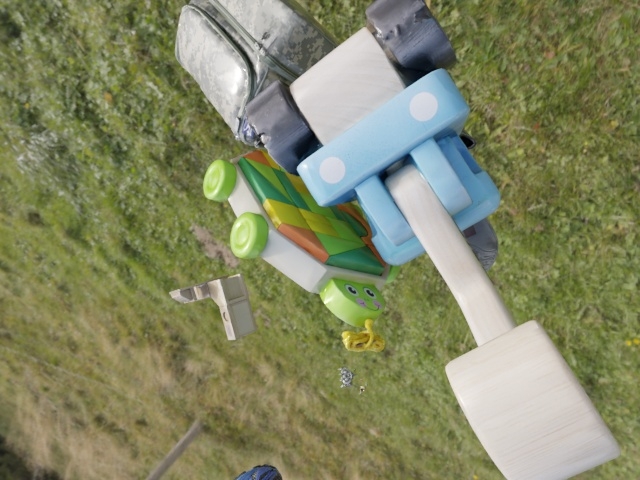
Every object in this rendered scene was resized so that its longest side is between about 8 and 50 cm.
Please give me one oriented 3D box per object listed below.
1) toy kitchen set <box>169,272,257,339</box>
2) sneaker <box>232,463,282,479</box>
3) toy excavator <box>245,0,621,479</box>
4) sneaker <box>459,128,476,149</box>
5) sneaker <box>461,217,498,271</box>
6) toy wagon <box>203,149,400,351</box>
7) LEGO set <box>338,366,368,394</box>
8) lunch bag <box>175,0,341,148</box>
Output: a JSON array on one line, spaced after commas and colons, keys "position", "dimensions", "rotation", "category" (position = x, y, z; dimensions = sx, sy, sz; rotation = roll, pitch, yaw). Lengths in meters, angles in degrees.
[{"position": [-0.135, 0.087, 0.589], "dimensions": [0.083, 0.068, 0.075], "rotation": [-17, 89, 48], "category": "toy kitchen set"}, {"position": [-0.054, 0.298, 0.400], "dimensions": [0.087, 0.221, 0.083], "rotation": [-10, 127, 15], "category": "sneaker"}, {"position": [0.121, -0.034, 0.535], "dimensions": [0.222, 0.433, 0.445], "rotation": [-34, 89, 15], "category": "toy excavator"}, {"position": [0.411, -0.351, 1.651], "dimensions": [0.106, 0.268, 0.101], "rotation": [-126, 38, -53], "category": "sneaker"}, {"position": [0.227, -0.042, 0.797], "dimensions": [0.083, 0.118, 0.222], "rotation": [-20, 128, 8], "category": "sneaker"}, {"position": [0.000, 0.000, 0.660], "dimensions": [0.068, 0.267, 0.344], "rotation": [-55, 45, 23], "category": "toy wagon"}, {"position": [0.073, 0.331, 1.158], "dimensions": [0.083, 0.054, 0.023], "rotation": [14, 157, 22], "category": "LEGO set"}, {"position": [-0.134, -0.363, 0.953], "dimensions": [0.256, 0.213, 0.305], "rotation": [-48, 66, 21], "category": "lunch bag"}]
